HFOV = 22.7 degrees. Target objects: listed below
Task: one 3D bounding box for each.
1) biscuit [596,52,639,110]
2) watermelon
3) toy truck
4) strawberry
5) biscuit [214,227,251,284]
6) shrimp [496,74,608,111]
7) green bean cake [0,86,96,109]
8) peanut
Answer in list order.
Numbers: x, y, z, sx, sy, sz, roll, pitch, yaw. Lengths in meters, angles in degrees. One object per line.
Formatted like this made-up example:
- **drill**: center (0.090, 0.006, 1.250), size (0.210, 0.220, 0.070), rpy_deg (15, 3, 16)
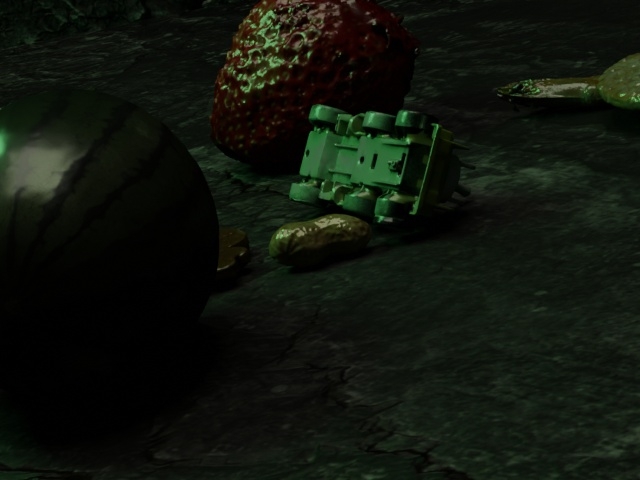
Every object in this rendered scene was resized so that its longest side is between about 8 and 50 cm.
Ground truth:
- **biscuit**: center (0.437, -0.199, 1.963), size (0.188, 0.040, 0.265), rpy_deg (-15, 17, -1)
- **watermelon**: center (-0.233, -0.001, 1.501), size (0.279, 0.278, 0.359), rpy_deg (-12, 18, 5)
- **toy truck**: center (0.076, -0.076, 1.822), size (0.135, 0.128, 0.259), rpy_deg (15, -2, -35)
- **strawberry**: center (-0.021, -0.211, 2.153), size (0.288, 0.250, 0.238), rpy_deg (-40, 59, -13)
- **biscuit**: center (-0.135, 0.025, 1.774), size (0.124, 0.026, 0.175), rpy_deg (-16, 16, -5)
- **shrimp**: center (0.327, -0.196, 2.104), size (0.190, 0.042, 0.101), rpy_deg (-2, 17, 11)
- **green bean cake**: center (-0.451, -0.119, 2.314), size (0.241, 0.132, 0.255), rpy_deg (-4, 21, 31)
- **peanut**: center (0.000, 0.000, 1.712), size (0.113, 0.054, 0.054), rpy_deg (-13, 16, -7)
